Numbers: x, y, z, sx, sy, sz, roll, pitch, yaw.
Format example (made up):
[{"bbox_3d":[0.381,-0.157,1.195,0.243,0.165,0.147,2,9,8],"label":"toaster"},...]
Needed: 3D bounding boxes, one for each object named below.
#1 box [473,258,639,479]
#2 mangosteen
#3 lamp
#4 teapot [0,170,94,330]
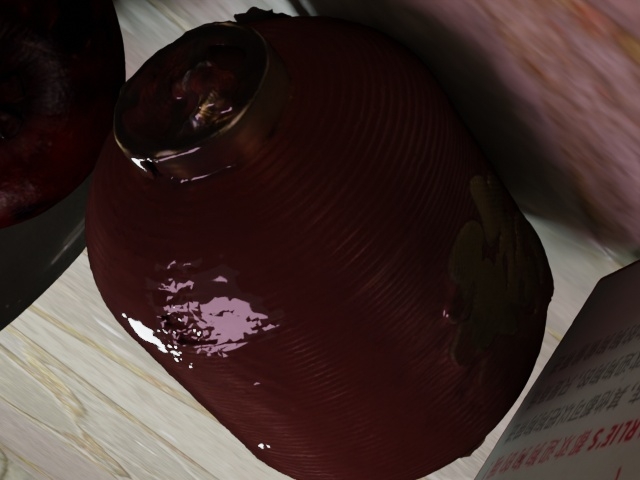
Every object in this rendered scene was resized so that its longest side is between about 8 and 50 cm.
[{"bbox_3d":[0.203,0.183,0.680,0.300,0.312,0.314,37,162,-4],"label":"box"},{"bbox_3d":[-0.187,-0.094,0.898,0.199,0.200,0.200,30,162,11],"label":"mangosteen"},{"bbox_3d":[0.000,0.000,0.808,0.180,0.180,0.258,17,155,42],"label":"lamp"},{"bbox_3d":[-0.330,-0.002,1.171,0.305,0.285,0.223,33,162,-2],"label":"teapot"}]
